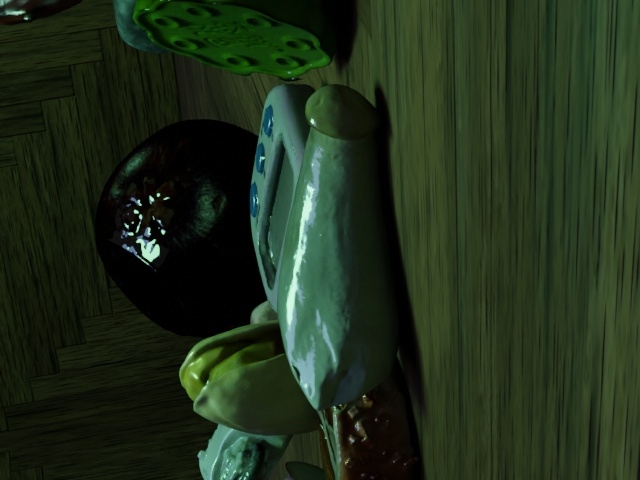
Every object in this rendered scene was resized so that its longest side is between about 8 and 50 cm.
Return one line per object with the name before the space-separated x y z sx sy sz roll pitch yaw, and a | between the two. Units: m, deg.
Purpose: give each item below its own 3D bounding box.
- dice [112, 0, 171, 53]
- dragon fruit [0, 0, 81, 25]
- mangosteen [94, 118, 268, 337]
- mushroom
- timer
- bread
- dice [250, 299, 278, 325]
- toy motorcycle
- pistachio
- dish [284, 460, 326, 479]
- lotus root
dice | -0.173 -0.348 1.943 0.183 0.182 0.181 98 162 -65
dragon fruit | -0.119 -0.329 1.343 0.228 0.329 0.286 8 -108 -59
mangosteen | -0.132 0.000 1.904 0.288 0.233 0.287 31 154 18
mushroom | 0.012 0.000 1.340 0.118 0.103 0.270 -130 37 -75
timer | -0.021 -0.040 1.572 0.190 0.069 0.208 -105 21 -43
bread | 0.039 0.172 1.448 0.160 0.073 0.160 174 90 -81
dice | -0.028 0.119 1.797 0.094 0.091 0.093 93 165 -63
toy motorcycle | -0.078 0.215 1.919 0.171 0.110 0.260 -46 20 53
pistachio | -0.042 0.141 1.568 0.117 0.201 0.145 57 138 28
dish | 0.008 0.375 1.905 0.151 0.077 0.212 105 156 -68
lotus root | -0.062 -0.252 1.411 0.186 0.186 0.186 170 90 -82
